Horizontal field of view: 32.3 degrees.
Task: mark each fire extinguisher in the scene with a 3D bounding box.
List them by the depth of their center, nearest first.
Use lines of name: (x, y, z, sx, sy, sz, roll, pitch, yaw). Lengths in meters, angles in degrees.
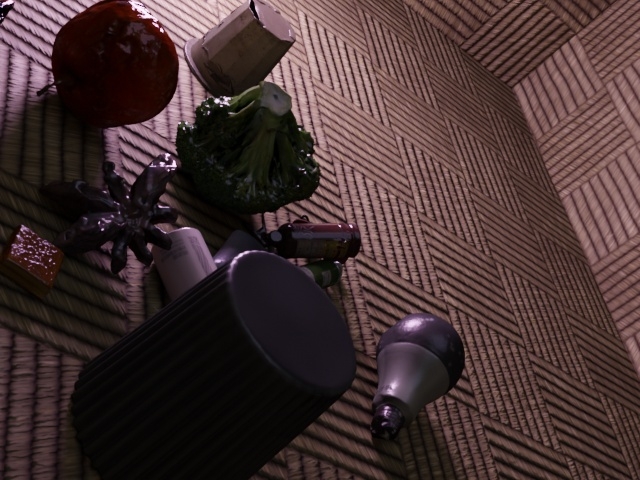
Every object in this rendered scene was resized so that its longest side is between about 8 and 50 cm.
fire extinguisher: (-0.047, -0.011, 2.303, 0.252, 0.075, 0.106, 0, 50, -25)

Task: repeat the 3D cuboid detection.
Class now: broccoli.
broccoli: (-0.136, -0.184, 2.214, 0.307, 0.275, 0.308, 13, 53, -18)

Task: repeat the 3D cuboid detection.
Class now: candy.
candy: (-0.140, 0.061, 2.090, 0.138, 0.071, 0.174, 46, 25, -7)

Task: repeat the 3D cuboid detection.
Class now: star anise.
star anise: (-0.341, -0.047, 1.846, 0.257, 0.110, 0.198, -10, 69, -31)

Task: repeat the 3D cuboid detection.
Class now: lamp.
lamp: (0.166, 0.280, 2.235, 0.182, 0.182, 0.314, 47, 59, -6)

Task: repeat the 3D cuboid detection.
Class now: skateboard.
skateboard: (0.000, 0.000, 2.410, 0.151, 0.067, 0.080, 40, 18, -11)

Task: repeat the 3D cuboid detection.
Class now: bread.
bread: (-0.444, 0.032, 1.696, 0.090, 0.035, 0.094, 38, 29, -21)

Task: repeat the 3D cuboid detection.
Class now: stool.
stool: (-0.144, 0.205, 1.607, 0.297, 0.330, 0.297, 38, 29, -25)

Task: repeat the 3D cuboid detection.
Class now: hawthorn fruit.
hawthorn fruit: (-0.403, -0.312, 2.020, 0.271, 0.242, 0.242, -27, 77, -30)

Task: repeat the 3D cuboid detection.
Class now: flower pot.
flower pot: (-0.180, -0.450, 2.560, 0.212, 0.202, 0.212, 33, 30, -22)

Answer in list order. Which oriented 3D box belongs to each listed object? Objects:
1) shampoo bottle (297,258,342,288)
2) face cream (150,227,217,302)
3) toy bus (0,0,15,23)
shampoo bottle: (-0.011, 0.077, 2.287, 0.065, 0.065, 0.204, 55, 27, 10)
face cream: (-0.186, 0.142, 1.883, 0.102, 0.102, 0.346, 10, 45, -52)
toy bus: (-0.638, -0.412, 1.944, 0.096, 0.073, 0.235, 44, 25, 8)
